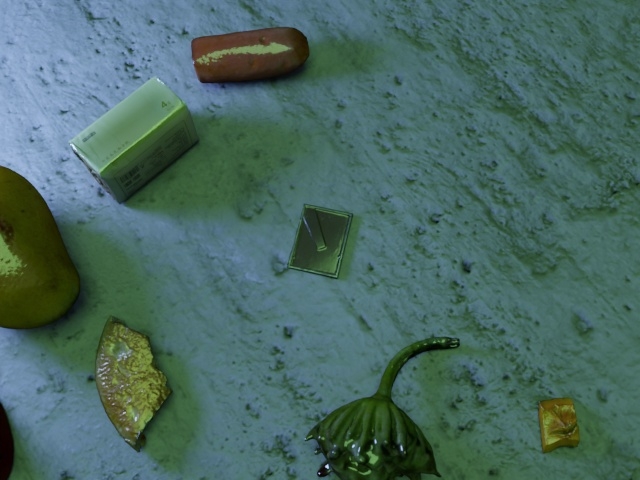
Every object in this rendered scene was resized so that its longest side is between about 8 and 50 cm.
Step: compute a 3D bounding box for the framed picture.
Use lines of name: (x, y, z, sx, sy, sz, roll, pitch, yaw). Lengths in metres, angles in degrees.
framed picture: (0.000, 0.000, 1.527, 0.109, 0.011, 0.149, 13, 71, 5)

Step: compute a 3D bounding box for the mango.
mango: (-0.635, 0.016, 1.429, 0.264, 0.221, 0.378, -41, 83, -17)

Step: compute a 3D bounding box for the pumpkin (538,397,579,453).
pumpkin: (0.452, 0.350, 1.378, 0.073, 0.035, 0.101, -5, 72, 2)

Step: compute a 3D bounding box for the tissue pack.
tissue pack: (-0.389, -0.209, 1.532, 0.234, 0.159, 0.125, -43, 75, -13)

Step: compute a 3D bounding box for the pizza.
pizza: (-0.370, 0.269, 1.414, 0.134, 0.056, 0.271, -26, 70, -6)

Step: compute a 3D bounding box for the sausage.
sausage: (-0.154, -0.416, 1.630, 0.259, 0.113, 0.113, -6, 70, 0)

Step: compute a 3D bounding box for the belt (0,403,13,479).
belt: (-0.723, 0.360, 1.357, 0.227, 0.115, 0.324, -33, 72, -11)

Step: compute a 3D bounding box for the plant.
plant: (0.121, 0.331, 1.381, 0.251, 0.180, 0.333, 11, 38, 12)
